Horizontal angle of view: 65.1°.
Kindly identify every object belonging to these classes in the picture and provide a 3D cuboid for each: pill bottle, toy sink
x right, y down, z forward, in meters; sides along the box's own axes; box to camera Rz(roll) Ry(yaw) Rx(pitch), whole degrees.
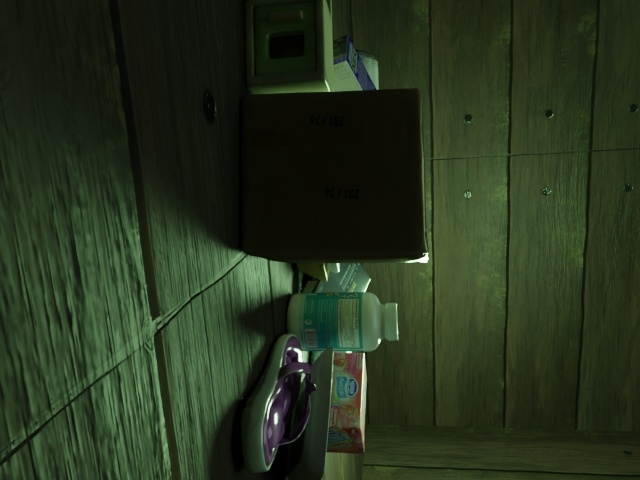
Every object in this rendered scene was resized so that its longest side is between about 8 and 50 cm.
[{"bbox_3d":[0.057,0.201,1.241,0.146,0.264,0.146,-1,90,-82],"label":"pill bottle"},{"bbox_3d":[-0.058,-0.400,0.971,0.131,0.153,0.234,22,67,-80],"label":"toy sink"}]

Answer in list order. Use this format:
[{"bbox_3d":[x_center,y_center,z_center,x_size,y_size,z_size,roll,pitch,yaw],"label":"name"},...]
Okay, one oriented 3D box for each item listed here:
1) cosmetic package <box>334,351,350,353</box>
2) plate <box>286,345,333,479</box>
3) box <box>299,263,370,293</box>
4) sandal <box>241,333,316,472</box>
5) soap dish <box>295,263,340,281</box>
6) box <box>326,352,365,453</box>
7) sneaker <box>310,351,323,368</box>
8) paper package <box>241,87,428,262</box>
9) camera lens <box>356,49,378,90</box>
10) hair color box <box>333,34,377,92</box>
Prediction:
[{"bbox_3d":[0.074,0.409,1.917,0.231,0.086,0.117,-73,160,-59],"label":"cosmetic package"},{"bbox_3d":[-0.030,0.414,1.131,0.278,0.045,0.277,112,-12,-51],"label":"plate"},{"bbox_3d":[0.048,0.133,1.454,0.183,0.059,0.232,57,45,-29],"label":"box"},{"bbox_3d":[-0.059,0.316,0.993,0.416,0.102,0.169,-59,148,-75],"label":"sandal"},{"bbox_3d":[-0.017,-0.065,1.292,0.290,0.118,0.228,78,14,-51],"label":"soap dish"},{"bbox_3d":[0.072,0.526,1.649,0.300,0.154,0.142,-78,164,-53],"label":"box"},{"bbox_3d":[-0.002,0.367,1.506,0.075,0.057,0.161,67,25,-82],"label":"sneaker"},{"bbox_3d":[0.031,-0.112,0.928,0.168,0.325,0.309,32,57,-79],"label":"paper package"},{"bbox_3d":[0.094,-0.510,1.758,0.219,0.220,0.274,-9,97,-81],"label":"camera lens"},{"bbox_3d":[0.058,-0.332,1.286,0.339,0.185,0.110,49,37,-45],"label":"hair color box"}]
